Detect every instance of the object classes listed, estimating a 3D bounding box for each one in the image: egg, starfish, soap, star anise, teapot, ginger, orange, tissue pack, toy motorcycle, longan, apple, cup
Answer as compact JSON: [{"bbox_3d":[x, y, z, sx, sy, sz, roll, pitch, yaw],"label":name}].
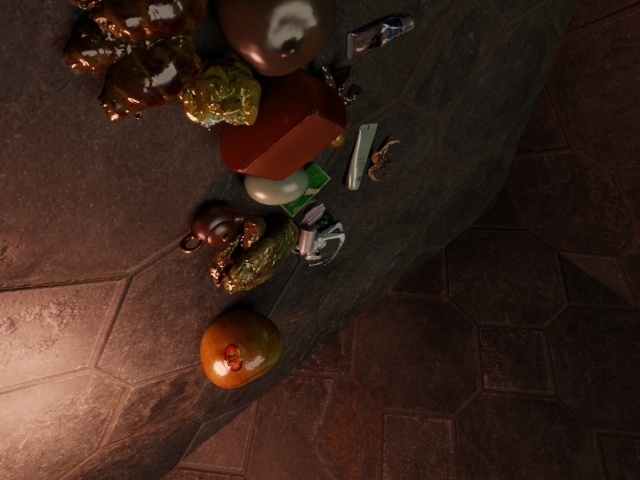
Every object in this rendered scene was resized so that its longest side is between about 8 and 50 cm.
[{"bbox_3d":[-0.157,-0.210,1.492,0.231,0.167,0.168,-4,145,0],"label":"egg"},{"bbox_3d":[0.295,-0.387,1.997,0.216,0.071,0.238,-58,160,13],"label":"starfish"},{"bbox_3d":[-0.050,-0.122,1.897,0.149,0.056,0.100,-42,152,-5],"label":"soap"},{"bbox_3d":[0.012,-0.470,1.462,0.315,0.108,0.315,-32,149,-22],"label":"star anise"},{"bbox_3d":[-0.384,-0.032,1.499,0.252,0.135,0.178,-37,147,-17],"label":"teapot"},{"bbox_3d":[-0.399,-0.437,0.921,0.274,0.152,0.357,-12,137,-45],"label":"ginger"},{"bbox_3d":[0.048,-0.369,1.451,0.085,0.085,0.095,-41,159,-8],"label":"orange"},{"bbox_3d":[-0.093,-0.218,1.644,0.209,0.156,0.148,-46,-172,0],"label":"tissue pack"},{"bbox_3d":[0.000,0.000,2.005,0.260,0.206,0.154,-46,-169,2],"label":"toy motorcycle"},{"bbox_3d":[-0.108,-0.556,1.020,0.297,0.297,0.297,-32,149,-22],"label":"longan"},{"bbox_3d":[-0.387,0.514,2.040,0.401,0.333,0.400,-27,164,-8],"label":"apple"},{"bbox_3d":[-0.053,-0.014,1.884,0.104,0.074,0.116,-36,140,-58],"label":"cup"}]

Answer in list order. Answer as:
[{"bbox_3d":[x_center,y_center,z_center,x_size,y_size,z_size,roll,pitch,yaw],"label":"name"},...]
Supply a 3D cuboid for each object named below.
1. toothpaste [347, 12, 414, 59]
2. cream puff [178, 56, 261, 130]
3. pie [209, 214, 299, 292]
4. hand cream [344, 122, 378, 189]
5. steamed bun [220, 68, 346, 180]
[{"bbox_3d":[0.204,-0.715,1.458,0.266,0.061,0.096,-29,150,-15],"label":"toothpaste"},{"bbox_3d":[-0.272,-0.390,1.096,0.195,0.221,0.194,0,90,-69],"label":"cream puff"},{"bbox_3d":[-0.251,0.070,1.756,0.395,0.180,0.418,-51,164,12],"label":"pie"},{"bbox_3d":[0.178,-0.368,1.879,0.109,0.067,0.320,-18,137,-38],"label":"hand cream"},{"bbox_3d":[-0.128,-0.362,1.263,0.379,0.248,0.235,-32,160,31],"label":"steamed bun"}]
